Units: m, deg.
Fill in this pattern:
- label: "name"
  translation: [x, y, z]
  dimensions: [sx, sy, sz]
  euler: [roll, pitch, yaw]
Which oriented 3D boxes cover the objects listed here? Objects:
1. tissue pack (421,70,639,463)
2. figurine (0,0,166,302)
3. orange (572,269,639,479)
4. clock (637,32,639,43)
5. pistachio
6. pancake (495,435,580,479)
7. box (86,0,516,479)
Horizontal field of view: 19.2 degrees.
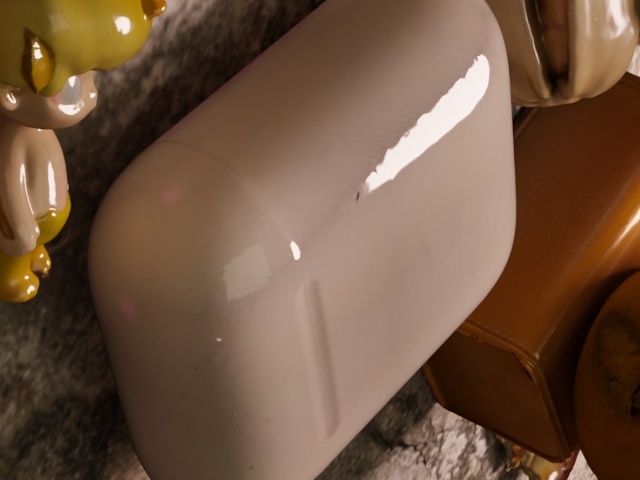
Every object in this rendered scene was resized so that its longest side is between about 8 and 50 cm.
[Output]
- label: "tissue pack"
  translation: [0.207, 0.015, 1.575]
  dimensions: [0.274, 0.145, 0.194]
  euler: [-53, 146, -18]
- label: "figurine"
  translation: [-0.151, -0.090, 0.979]
  dimensions: [0.156, 0.131, 0.246]
  euler: [-80, -178, -70]
- label: "orange"
  translation: [0.309, 0.115, 1.459]
  dimensions: [0.183, 0.249, 0.249]
  euler: [22, 94, -43]
- label: "clock"
  translation: [0.375, -0.301, 1.446]
  dimensions: [0.342, 0.184, 0.325]
  euler: [-1, 97, -33]
- label: "pistachio"
  translation: [0.163, -0.187, 1.373]
  dimensions: [0.144, 0.144, 0.215]
  euler: [-39, 136, -35]
- label: "pancake"
  translation: [0.239, 0.115, 1.777]
  dimensions: [0.212, 0.056, 0.257]
  euler: [-45, 145, -29]
- label: "box"
  translation: [-0.001, -0.001, 1.249]
  dimensions: [0.349, 0.141, 0.288]
  euler: [-44, 145, -31]
